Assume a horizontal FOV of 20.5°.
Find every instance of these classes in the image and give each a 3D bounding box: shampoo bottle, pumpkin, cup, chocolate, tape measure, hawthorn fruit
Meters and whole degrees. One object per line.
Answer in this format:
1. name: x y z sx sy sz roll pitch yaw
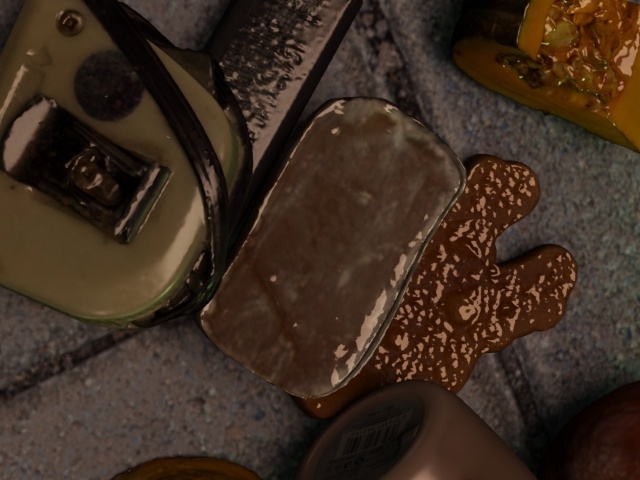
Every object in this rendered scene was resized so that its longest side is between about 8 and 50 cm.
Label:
1. shampoo bottle: -0.043 -0.156 1.490 0.098 0.071 0.309 29 85 2
2. pumpkin: 0.218 -0.178 1.582 0.248 0.126 0.131 34 73 -40
3. cup: 0.109 0.240 1.468 0.191 0.253 0.200 -48 114 -21
4. chocolate: 0.001 0.001 1.490 0.157 0.080 0.254 34 81 -22
5. tape measure: -0.157 -0.071 1.386 0.231 0.133 0.271 21 83 8
6. hawthorn fruit: 0.317 0.234 1.602 0.263 0.235 0.231 -22 127 -55

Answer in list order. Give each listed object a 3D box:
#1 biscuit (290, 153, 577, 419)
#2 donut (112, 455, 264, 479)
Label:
1. biscuit: 0.091 0.052 1.583 0.295 0.044 0.186 -28 101 -17
2. donut: -0.100 0.327 1.494 0.277 0.108 0.277 -2 95 -22
